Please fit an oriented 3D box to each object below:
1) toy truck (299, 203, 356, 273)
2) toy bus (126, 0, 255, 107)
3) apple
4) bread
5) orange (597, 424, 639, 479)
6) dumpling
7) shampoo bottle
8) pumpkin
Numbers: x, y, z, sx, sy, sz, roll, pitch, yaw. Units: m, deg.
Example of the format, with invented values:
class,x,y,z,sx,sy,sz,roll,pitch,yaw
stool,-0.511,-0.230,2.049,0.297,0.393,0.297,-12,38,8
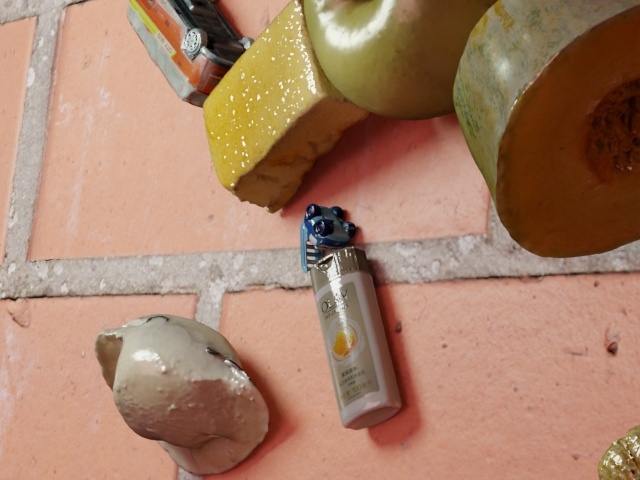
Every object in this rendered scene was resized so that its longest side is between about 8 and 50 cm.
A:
class,x,y,z,sx,sy,sz,roll,pitch,yaw
toy truck,0.000,0.000,2.078,0.073,0.056,0.090,54,128,43
toy bus,-0.192,-0.301,2.305,0.120,0.121,0.265,-57,48,26
apple,0.127,-0.289,1.899,0.292,0.254,0.292,-16,68,43
bread,-0.044,-0.183,2.095,0.274,0.114,0.185,-45,48,45
orange,0.360,0.252,1.603,0.156,0.134,0.156,3,107,9
dumpling,-0.197,0.225,2.136,0.243,0.175,0.227,-135,40,-55
shampoo bottle,0.044,0.125,1.993,0.086,0.056,0.227,-30,59,33
pumpkin,0.292,-0.162,1.680,0.332,0.332,0.199,-54,42,17
